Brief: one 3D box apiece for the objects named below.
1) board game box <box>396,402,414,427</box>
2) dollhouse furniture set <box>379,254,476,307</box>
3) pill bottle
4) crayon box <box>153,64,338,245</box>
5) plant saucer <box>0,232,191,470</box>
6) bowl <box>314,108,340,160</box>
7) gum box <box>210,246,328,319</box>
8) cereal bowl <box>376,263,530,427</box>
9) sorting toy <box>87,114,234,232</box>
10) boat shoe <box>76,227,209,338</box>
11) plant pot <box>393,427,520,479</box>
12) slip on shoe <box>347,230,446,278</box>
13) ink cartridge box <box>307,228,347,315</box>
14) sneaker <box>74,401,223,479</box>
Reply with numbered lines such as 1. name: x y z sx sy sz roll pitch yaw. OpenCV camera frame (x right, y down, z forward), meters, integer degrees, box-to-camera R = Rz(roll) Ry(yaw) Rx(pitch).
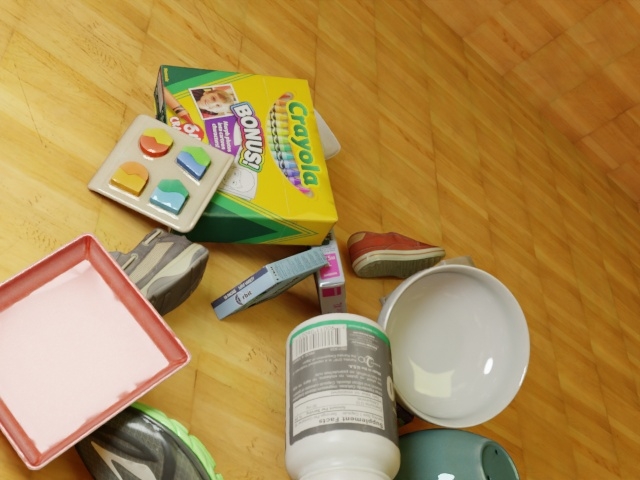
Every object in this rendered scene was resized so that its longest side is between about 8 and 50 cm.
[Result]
1. board game box: 0.144 0.294 1.907 0.170 0.048 0.141 47 33 -13
2. dollhouse furniture set: 0.333 0.214 2.083 0.286 0.198 0.303 -8 69 -54
3. pill bottle: 0.037 0.330 1.593 0.204 0.204 0.361 31 41 -33
4. crayon box: -0.155 -0.170 1.754 0.313 0.106 0.363 1 58 -21
5. plant saucer: -0.358 0.151 1.241 0.259 0.048 0.258 -35 72 -25
6. bowl: -0.027 -0.249 2.152 0.142 0.053 0.142 55 33 -2
7. gum box: -0.094 0.080 1.681 0.184 0.157 0.041 -17 77 -57
8. cereal bowl: 0.261 0.218 1.870 0.338 0.141 0.339 1 87 -18
9. sorting toy: -0.284 -0.128 1.593 0.208 0.038 0.193 23 57 5
10. boat shoe: -0.325 0.091 1.431 0.130 0.132 0.355 33 35 12
11. plant pot: 0.284 0.498 1.774 0.290 0.195 0.290 32 40 -32
12. slip on shoe: 0.188 0.027 2.140 0.331 0.123 0.101 3 56 -46
13. ink cartridge box: 0.000 0.000 1.873 0.186 0.065 0.311 84 -3 -60
14. sneaker: -0.220 0.432 1.194 0.202 0.185 0.483 -10 66 -53
